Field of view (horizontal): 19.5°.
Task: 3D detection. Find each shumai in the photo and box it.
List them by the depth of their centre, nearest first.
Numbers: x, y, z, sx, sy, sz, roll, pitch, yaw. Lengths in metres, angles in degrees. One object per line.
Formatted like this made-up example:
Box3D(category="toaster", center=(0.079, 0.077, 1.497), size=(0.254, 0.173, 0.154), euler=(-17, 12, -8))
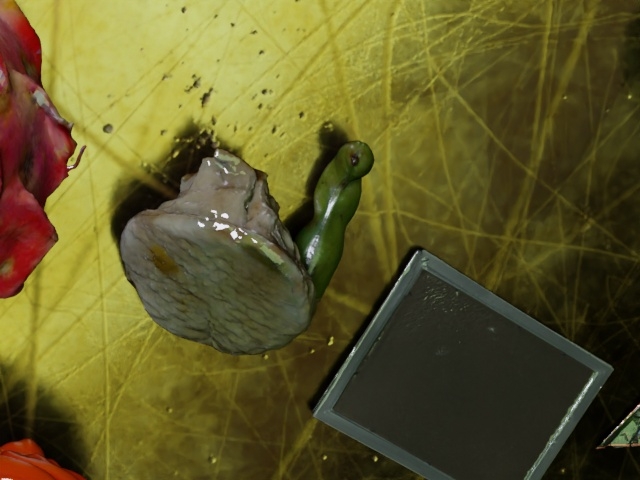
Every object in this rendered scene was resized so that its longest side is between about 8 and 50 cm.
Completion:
Box3D(category="shumai", center=(-0.085, 0.008, 1.717), size=(0.201, 0.201, 0.120), euler=(44, 50, -20))

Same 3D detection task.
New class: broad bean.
Box3D(category="broad bean", center=(0.000, 0.000, 1.760), size=(0.048, 0.070, 0.213), euler=(21, 108, -2))

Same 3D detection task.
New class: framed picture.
Box3D(category="framed picture", center=(0.143, 0.148, 1.859), size=(0.252, 0.014, 0.197), euler=(31, 95, -19))

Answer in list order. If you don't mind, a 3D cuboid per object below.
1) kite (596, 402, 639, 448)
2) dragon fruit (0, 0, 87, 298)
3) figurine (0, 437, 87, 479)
Box3D(category="kite", center=(0.397, 0.175, 1.933), size=(0.241, 0.014, 0.183), euler=(-9, 109, -12))
Box3D(category="dragon fruit", center=(-0.370, -0.063, 1.534), size=(0.386, 0.249, 0.370), euler=(-8, 102, -26))
Box3D(category="figurine", center=(-0.327, 0.385, 1.676), size=(0.306, 0.241, 0.411), euler=(39, 87, -18))
